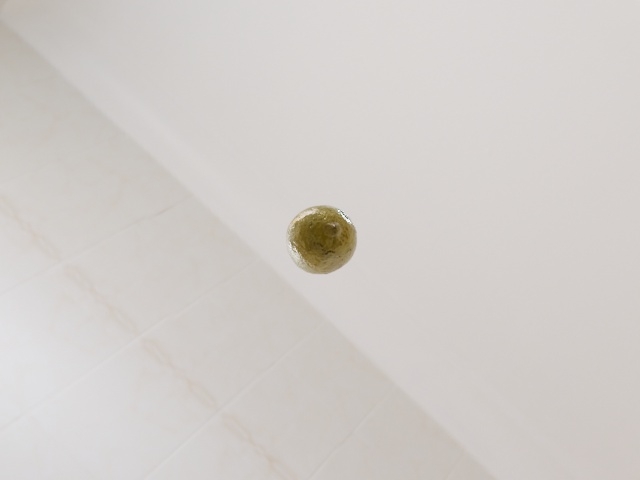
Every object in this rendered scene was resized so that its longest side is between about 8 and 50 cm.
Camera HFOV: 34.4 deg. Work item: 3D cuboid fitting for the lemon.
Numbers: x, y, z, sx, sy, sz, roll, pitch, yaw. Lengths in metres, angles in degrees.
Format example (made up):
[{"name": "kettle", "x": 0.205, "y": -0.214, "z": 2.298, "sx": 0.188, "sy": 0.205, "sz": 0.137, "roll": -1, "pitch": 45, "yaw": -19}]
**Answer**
[{"name": "lemon", "x": 0.000, "y": 0.000, "z": 0.909, "sx": 0.062, "sy": 0.062, "sz": 0.083, "roll": 50, "pitch": -22, "yaw": 2}]
